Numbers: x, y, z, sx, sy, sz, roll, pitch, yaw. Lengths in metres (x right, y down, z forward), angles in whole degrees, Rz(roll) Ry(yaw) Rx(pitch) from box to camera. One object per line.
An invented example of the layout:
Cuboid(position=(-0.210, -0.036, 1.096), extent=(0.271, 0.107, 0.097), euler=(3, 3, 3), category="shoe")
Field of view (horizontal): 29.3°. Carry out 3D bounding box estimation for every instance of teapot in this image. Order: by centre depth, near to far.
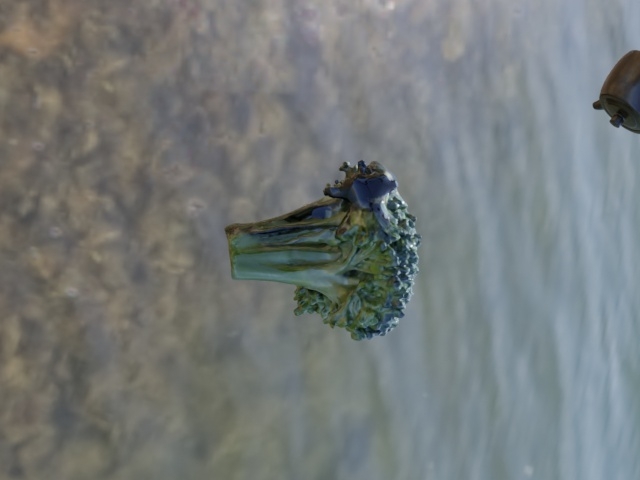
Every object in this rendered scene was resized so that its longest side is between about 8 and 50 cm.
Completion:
Cuboid(position=(0.318, -0.139, 1.217), extent=(0.068, 0.121, 0.076), euler=(-49, 117, -8), category="teapot")

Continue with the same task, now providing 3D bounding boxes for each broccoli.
Cuboid(position=(0.000, 0.000, 1.553), extent=(0.263, 0.243, 0.247), euler=(-104, -166, -48), category="broccoli")
